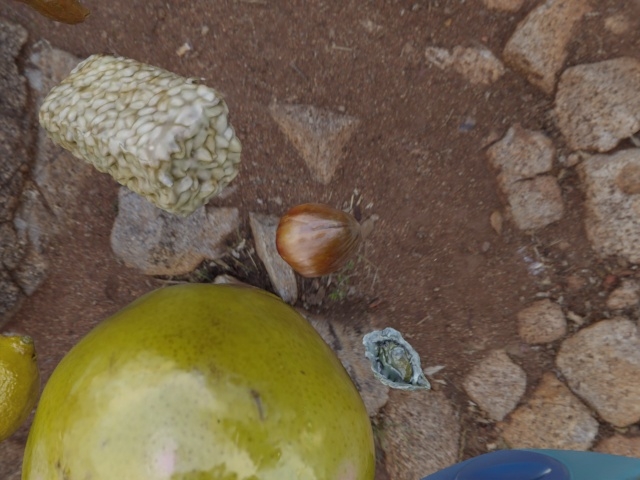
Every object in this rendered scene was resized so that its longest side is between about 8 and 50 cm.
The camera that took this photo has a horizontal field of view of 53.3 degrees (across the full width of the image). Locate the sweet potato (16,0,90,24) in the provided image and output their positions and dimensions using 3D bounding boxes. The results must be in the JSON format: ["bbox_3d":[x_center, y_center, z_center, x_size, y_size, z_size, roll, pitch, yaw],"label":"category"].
[{"bbox_3d":[-0.389,-0.332,0.833,0.057,0.195,0.056,-6,81,39],"label":"sweet potato"}]

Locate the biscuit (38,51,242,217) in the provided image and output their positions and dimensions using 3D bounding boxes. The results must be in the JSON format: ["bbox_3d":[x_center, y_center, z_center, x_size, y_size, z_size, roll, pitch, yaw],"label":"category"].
[{"bbox_3d":[-0.128,-0.080,0.449,0.169,0.070,0.082,26,62,34],"label":"biscuit"}]

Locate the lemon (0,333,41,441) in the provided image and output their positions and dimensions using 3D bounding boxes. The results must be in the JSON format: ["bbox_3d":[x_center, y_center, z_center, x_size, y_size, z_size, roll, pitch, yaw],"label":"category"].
[{"bbox_3d":[-0.616,0.276,1.163,0.188,0.188,0.256,34,84,4],"label":"lemon"}]

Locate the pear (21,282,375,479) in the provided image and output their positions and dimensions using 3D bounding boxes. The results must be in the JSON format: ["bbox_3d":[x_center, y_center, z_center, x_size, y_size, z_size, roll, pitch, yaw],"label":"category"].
[{"bbox_3d":[-0.092,0.197,0.513,0.285,0.284,0.336,-18,40,-5],"label":"pear"}]

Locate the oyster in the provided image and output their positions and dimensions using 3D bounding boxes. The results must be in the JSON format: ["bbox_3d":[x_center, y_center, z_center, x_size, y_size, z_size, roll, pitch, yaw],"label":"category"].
[{"bbox_3d":[0.114,0.184,0.979,0.098,0.037,0.100,-1,62,-16],"label":"oyster"}]

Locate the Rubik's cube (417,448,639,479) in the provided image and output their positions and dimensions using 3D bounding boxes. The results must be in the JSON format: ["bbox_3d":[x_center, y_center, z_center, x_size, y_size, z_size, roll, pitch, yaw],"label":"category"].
[{"bbox_3d":[0.312,0.513,0.919,0.352,0.352,0.347,-6,81,-37],"label":"Rubik's cube"}]

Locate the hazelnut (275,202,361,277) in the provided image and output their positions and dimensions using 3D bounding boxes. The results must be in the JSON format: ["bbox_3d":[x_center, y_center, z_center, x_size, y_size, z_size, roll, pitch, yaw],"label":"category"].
[{"bbox_3d":[0.000,0.000,1.162,0.151,0.150,0.150,0,80,-2],"label":"hazelnut"}]
